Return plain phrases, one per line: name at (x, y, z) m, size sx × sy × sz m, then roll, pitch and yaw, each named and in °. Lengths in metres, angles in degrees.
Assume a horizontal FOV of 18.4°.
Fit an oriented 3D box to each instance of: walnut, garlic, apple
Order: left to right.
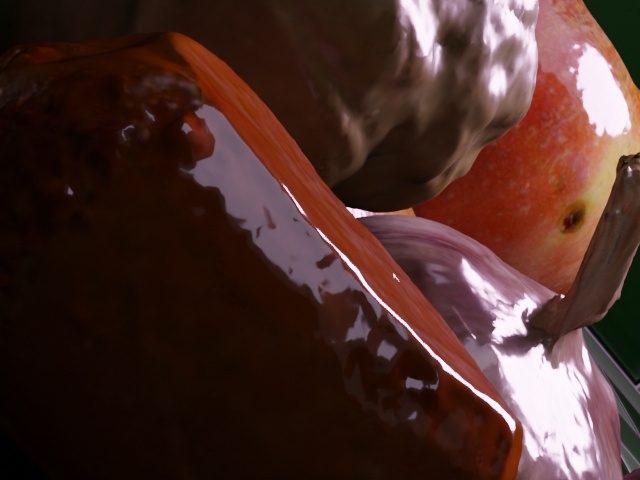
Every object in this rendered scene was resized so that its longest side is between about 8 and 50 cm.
walnut at (-0.037, -0.130, 0.985) m, size 0.277 × 0.282 × 0.253 m, roll 15°, pitch 58°, yaw -72°
apple at (0.094, -0.097, 1.535) m, size 0.348 × 0.277 × 0.348 m, roll 54°, pitch 8°, yaw -11°
garlic at (0.093, 0.061, 1.018) m, size 0.245 × 0.253 × 0.245 m, roll 42°, pitch 11°, yaw -10°

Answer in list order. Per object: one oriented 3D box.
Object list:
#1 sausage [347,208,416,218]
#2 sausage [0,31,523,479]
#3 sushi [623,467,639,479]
sausage at (0.001, 0.001, 1.246) m, size 0.109 × 0.109 × 0.270 m, roll 55°, pitch 12°, yaw 14°
sausage at (-0.039, 0.040, 0.742) m, size 0.268 × 0.141 × 0.153 m, roll 47°, pitch 11°, yaw -20°
sushi at (0.286, 0.268, 1.440) m, size 0.241 × 0.161 × 0.107 m, roll 52°, pitch 7°, yaw 4°
